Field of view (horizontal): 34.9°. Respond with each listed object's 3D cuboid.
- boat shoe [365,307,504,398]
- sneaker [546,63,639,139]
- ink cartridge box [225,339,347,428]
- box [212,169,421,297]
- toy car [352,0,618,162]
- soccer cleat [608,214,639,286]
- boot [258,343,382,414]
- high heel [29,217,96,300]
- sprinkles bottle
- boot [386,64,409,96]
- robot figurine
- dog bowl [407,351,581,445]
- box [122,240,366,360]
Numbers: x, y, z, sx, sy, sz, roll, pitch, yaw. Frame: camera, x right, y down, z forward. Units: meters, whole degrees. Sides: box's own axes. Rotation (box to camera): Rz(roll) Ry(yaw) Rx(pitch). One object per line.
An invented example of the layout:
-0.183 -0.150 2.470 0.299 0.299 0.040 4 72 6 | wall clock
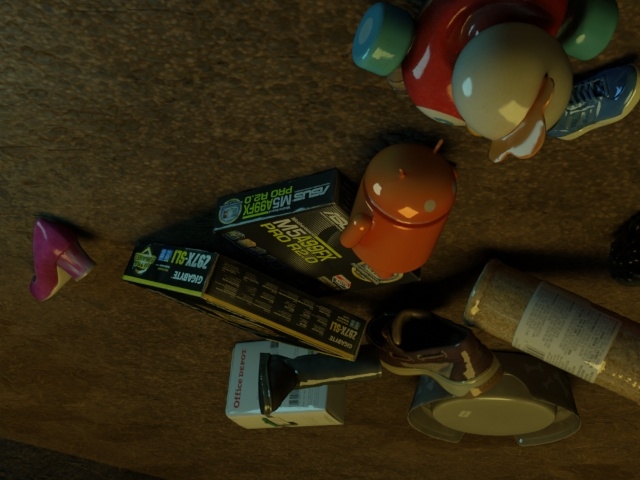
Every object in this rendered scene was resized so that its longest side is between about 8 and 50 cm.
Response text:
0.169 0.161 1.719 0.123 0.123 0.342 57 165 -23 | boat shoe
0.299 -0.165 1.185 0.084 0.058 0.152 9 161 -26 | sneaker
-0.064 0.282 2.012 0.219 0.160 0.092 -7 151 24 | ink cartridge box
0.000 0.000 1.557 0.216 0.060 0.270 -11 149 30 | box
0.169 -0.156 0.995 0.219 0.238 0.210 19 134 -20 | toy car
0.536 -0.008 1.407 0.116 0.109 0.318 15 149 -26 | soccer cleat
0.000 0.230 1.710 0.208 0.190 0.076 3 112 -3 | boot
-0.466 0.031 1.711 0.117 0.082 0.244 48 152 -14 | high heel
0.402 0.149 1.567 0.355 0.121 0.121 25 158 18 | sprinkles bottle
0.135 -0.197 1.179 0.118 0.042 0.087 2 159 9 | boot
0.107 -0.041 1.364 0.158 0.128 0.219 5 141 -10 | robot figurine
0.355 0.329 2.093 0.348 0.102 0.349 4 152 2 | dog bowl
-0.125 0.098 1.661 0.322 0.079 0.257 27 169 -37 | box
